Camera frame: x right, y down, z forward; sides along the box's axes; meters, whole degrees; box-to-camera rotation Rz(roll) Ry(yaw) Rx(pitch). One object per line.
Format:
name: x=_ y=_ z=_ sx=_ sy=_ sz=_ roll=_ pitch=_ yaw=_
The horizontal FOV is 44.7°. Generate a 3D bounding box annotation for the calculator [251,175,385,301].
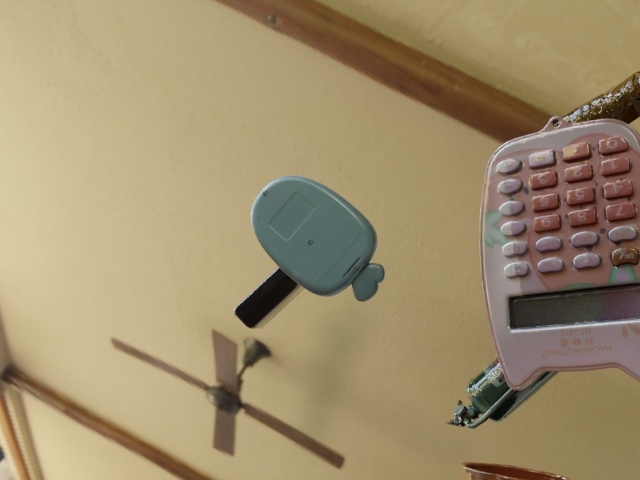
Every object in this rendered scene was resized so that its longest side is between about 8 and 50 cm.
calculator: x=0.000 y=0.000 z=1.529 sx=0.303 sy=0.188 sz=0.042 roll=40 pitch=0 yaw=1

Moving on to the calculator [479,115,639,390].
calculator: x=0.298 y=0.008 z=0.923 sx=0.220 sy=0.329 sz=0.048 roll=-9 pitch=-15 yaw=33

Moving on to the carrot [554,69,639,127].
carrot: x=0.459 y=-0.207 z=1.182 sx=0.229 sy=0.069 sz=0.069 roll=-32 pitch=-68 yaw=32

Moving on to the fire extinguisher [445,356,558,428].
fire extinguisher: x=0.327 y=0.236 z=1.336 sx=0.093 sy=0.118 sz=0.294 roll=44 pitch=-79 yaw=-10

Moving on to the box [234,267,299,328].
box: x=-0.124 y=0.146 z=1.941 sx=0.071 sy=0.168 sz=0.259 roll=47 pitch=-4 yaw=6

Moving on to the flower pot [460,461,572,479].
flower pot: x=0.312 y=0.460 z=1.262 sx=0.191 sy=0.173 sz=0.190 roll=7 pitch=-11 yaw=1
